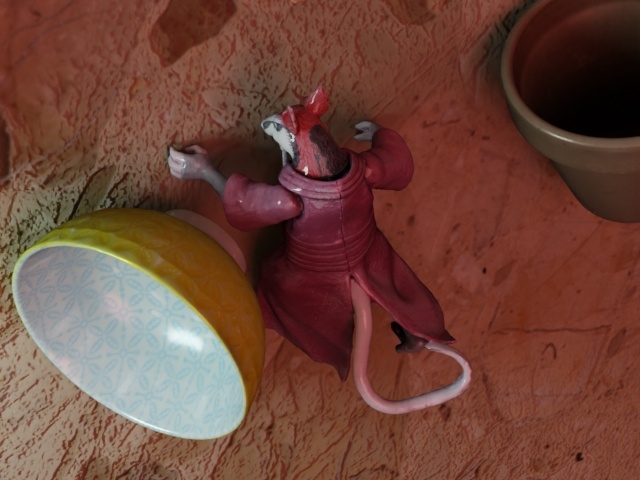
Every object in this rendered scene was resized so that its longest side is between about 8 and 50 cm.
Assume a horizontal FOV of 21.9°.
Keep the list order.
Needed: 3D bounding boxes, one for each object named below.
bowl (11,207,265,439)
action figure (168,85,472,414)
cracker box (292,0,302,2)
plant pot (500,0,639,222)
[{"bbox_3d":[-0.165,0.059,1.760,0.156,0.289,0.289,-55,136,-35],"label":"bowl"},{"bbox_3d":[0.000,0.000,1.780,0.248,0.275,0.370,-20,138,-7],"label":"action figure"},{"bbox_3d":[-0.002,-0.315,1.605,0.156,0.232,0.067,-17,125,-16],"label":"cracker box"},{"bbox_3d":[0.351,-0.143,1.891,0.263,0.263,0.229,-32,144,-6],"label":"plant pot"}]
